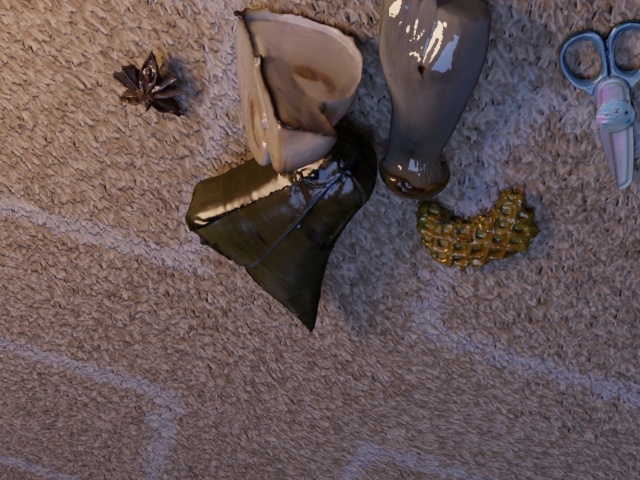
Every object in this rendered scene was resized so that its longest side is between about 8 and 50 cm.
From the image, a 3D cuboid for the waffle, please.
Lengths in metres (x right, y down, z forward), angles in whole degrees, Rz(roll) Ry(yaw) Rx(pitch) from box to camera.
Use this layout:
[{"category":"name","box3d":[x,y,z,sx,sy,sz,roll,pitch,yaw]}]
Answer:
[{"category":"waffle","box3d":[0.259,-0.018,1.251,0.194,0.051,0.149,-17,125,27]}]

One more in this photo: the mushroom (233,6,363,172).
[{"category":"mushroom","box3d":[-0.024,-0.199,1.097,0.162,0.236,0.173,-11,151,-13]}]

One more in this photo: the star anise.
[{"category":"star anise","box3d":[-0.267,-0.251,1.185,0.124,0.056,0.129,15,147,-1]}]

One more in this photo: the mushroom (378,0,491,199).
[{"category":"mushroom","box3d":[0.147,-0.213,1.088,0.159,0.122,0.329,38,140,32]}]

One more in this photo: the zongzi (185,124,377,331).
[{"category":"zongzi","box3d":[0.000,0.000,1.260,0.323,0.160,0.360,-20,121,30]}]

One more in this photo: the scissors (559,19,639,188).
[{"category":"scissors","box3d":[0.421,-0.186,1.076,0.125,0.030,0.256,-9,124,21]}]
